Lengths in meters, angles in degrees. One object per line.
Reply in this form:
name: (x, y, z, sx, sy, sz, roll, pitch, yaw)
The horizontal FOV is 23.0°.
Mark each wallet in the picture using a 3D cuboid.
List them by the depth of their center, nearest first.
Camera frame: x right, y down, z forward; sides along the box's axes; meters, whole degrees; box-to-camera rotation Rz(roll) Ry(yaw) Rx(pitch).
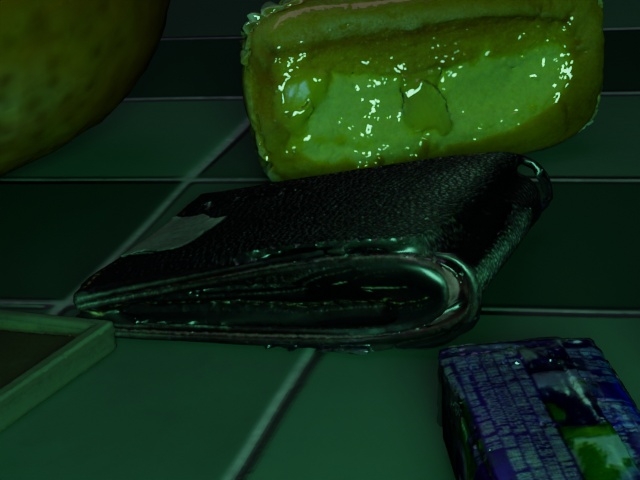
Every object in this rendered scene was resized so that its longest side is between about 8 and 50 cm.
wallet: (0.000, 0.000, 1.006, 0.262, 0.071, 0.221, -5, 19, 21)

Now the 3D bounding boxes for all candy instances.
candy: (0.110, 0.126, 0.633, 0.088, 0.061, 0.312, -4, 21, -3)

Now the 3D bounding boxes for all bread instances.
bread: (0.074, -0.131, 1.221, 0.288, 0.152, 0.119, -10, 15, -15)

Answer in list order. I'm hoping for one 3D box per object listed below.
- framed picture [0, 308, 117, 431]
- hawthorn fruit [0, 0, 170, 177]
framed picture: (-0.315, 0.082, 0.913, 0.324, 0.020, 0.240, 4, 22, 25)
hawthorn fruit: (-0.356, -0.216, 1.204, 0.472, 0.471, 0.472, -4, 20, 2)
